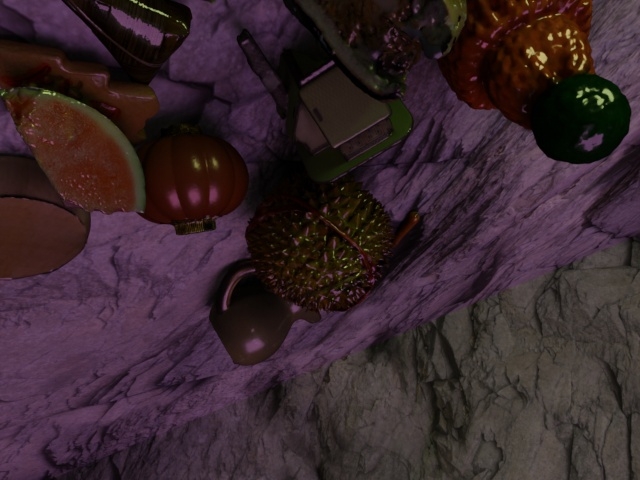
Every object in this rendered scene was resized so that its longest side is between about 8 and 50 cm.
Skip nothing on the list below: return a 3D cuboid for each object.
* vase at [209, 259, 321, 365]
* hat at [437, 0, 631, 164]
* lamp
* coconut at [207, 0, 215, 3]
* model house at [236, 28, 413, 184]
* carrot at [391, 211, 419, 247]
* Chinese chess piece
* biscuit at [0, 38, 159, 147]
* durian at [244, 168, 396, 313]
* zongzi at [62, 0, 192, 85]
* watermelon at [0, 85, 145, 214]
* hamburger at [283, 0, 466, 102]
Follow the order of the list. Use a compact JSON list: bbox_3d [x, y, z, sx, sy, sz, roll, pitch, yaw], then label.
[{"bbox_3d":[-0.187,0.198,1.374,0.302,0.241,0.329,-30,126,-14],"label":"vase"},{"bbox_3d":[0.394,-0.298,0.775,0.285,0.400,0.285,-21,149,-13],"label":"hat"},{"bbox_3d":[-0.242,-0.110,0.821,0.223,0.196,0.223,-8,-178,0],"label":"lamp"},{"bbox_3d":[-0.161,-0.359,0.586,0.088,0.088,0.096,-23,131,-2],"label":"coconut"},{"bbox_3d":[0.004,-0.271,0.760,0.218,0.205,0.278,-30,143,8],"label":"model house"},{"bbox_3d":[0.273,-0.032,1.488,0.037,0.037,0.190,-8,151,-26],"label":"carrot"},{"bbox_3d":[-0.556,-0.034,0.807,0.257,0.104,0.257,-18,151,-10],"label":"Chinese chess piece"},{"bbox_3d":[-0.375,-0.209,0.680,0.212,0.041,0.239,-19,150,26],"label":"biscuit"},{"bbox_3d":[0.004,0.003,1.031,0.348,0.347,0.384,-37,-174,21],"label":"durian"},{"bbox_3d":[-0.300,-0.292,0.621,0.187,0.084,0.184,19,150,-38],"label":"zongzi"},{"bbox_3d":[-0.379,-0.134,0.685,0.128,0.146,0.231,-40,128,-33],"label":"watermelon"},{"bbox_3d":[0.082,-0.348,0.625,0.192,0.288,0.168,-40,180,-45],"label":"hamburger"}]
